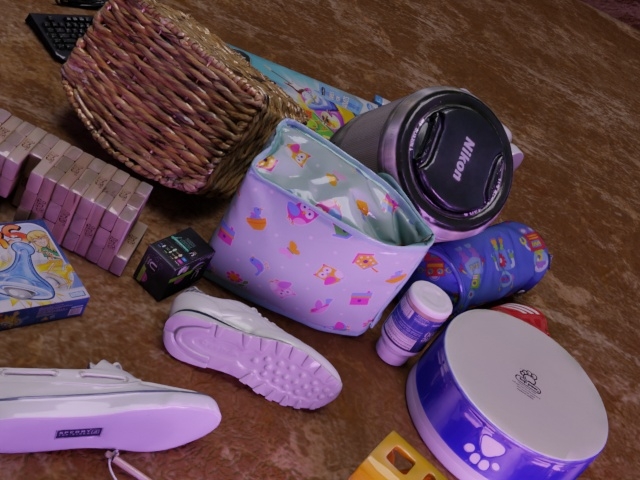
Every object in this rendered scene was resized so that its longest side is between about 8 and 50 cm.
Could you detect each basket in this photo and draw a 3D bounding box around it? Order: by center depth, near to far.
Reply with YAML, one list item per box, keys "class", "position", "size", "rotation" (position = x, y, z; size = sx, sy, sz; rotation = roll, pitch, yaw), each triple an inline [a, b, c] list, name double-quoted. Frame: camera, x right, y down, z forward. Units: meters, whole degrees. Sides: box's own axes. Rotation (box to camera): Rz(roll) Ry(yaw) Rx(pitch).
- class: "basket"
  position: [-0.205, -0.199, 1.351]
  size: [0.299, 0.213, 0.223]
  rotation: [40, 12, 13]

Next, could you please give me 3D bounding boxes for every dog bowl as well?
- class: "dog bowl"
  position: [0.257, 0.224, 1.243]
  size: [0.265, 0.104, 0.265]
  rotation: [21, 35, -16]

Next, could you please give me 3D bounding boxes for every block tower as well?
- class: "block tower"
  position: [-0.377, -0.085, 1.148]
  size: [0.335, 0.097, 0.091]
  rotation: [29, 34, -7]

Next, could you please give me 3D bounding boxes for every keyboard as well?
- class: "keyboard"
  position: [-0.367, -0.381, 1.595]
  size: [0.317, 0.033, 0.201]
  rotation: [-12, 52, -47]

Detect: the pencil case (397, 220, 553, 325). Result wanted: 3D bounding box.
- class: "pencil case"
  position: [0.250, 0.050, 1.451]
  size: [0.306, 0.119, 0.133]
  rotation: [-13, 84, -48]

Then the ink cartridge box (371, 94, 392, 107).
- class: "ink cartridge box"
  position: [0.135, -0.250, 1.807]
  size: [0.083, 0.048, 0.028]
  rotation: [23, 34, -12]

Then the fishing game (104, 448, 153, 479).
- class: "fishing game"
  position: [-0.202, 0.307, 0.831]
  size: [0.189, 0.041, 0.264]
  rotation: [34, 33, -1]

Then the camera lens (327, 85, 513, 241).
- class: "camera lens"
  position: [0.136, -0.102, 1.359]
  size: [0.219, 0.274, 0.219]
  rotation: [2, 85, -26]

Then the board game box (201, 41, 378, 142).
- class: "board game box"
  position: [-0.051, -0.203, 1.571]
  size: [0.336, 0.079, 0.253]
  rotation: [19, 35, -18]

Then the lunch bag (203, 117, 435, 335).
- class: "lunch bag"
  position: [0.000, 0.000, 1.219]
  size: [0.262, 0.223, 0.160]
  rotation: [29, 41, -4]

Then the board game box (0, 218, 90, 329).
- class: "board game box"
  position: [-0.384, 0.042, 1.029]
  size: [0.201, 0.035, 0.136]
  rotation: [-10, 51, -45]

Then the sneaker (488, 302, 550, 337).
- class: "sneaker"
  position: [0.356, 0.170, 1.409]
  size: [0.221, 0.087, 0.128]
  rotation: [45, 37, 17]

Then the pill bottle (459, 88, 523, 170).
- class: "pill bottle"
  position: [0.323, -0.214, 1.856]
  size: [0.108, 0.108, 0.193]
  rotation: [-10, 51, -45]

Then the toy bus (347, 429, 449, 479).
- class: "toy bus"
  position: [0.116, 0.312, 1.018]
  size: [0.202, 0.104, 0.191]
  rotation: [14, 38, -24]

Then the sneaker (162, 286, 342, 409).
- class: "sneaker"
  position: [-0.077, 0.128, 1.126]
  size: [0.235, 0.090, 0.095]
  rotation: [28, 24, -8]

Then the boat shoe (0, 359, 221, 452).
- class: "boat shoe"
  position: [-0.228, 0.164, 0.943]
  size: [0.258, 0.095, 0.084]
  rotation: [9, 44, -32]

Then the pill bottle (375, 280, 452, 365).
- class: "pill bottle"
  position: [0.127, 0.119, 1.259]
  size: [0.067, 0.120, 0.067]
  rotation: [21, 35, -16]

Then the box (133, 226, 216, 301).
- class: "box"
  position: [-0.190, 0.030, 1.175]
  size: [0.052, 0.062, 0.083]
  rotation: [42, 35, 14]
